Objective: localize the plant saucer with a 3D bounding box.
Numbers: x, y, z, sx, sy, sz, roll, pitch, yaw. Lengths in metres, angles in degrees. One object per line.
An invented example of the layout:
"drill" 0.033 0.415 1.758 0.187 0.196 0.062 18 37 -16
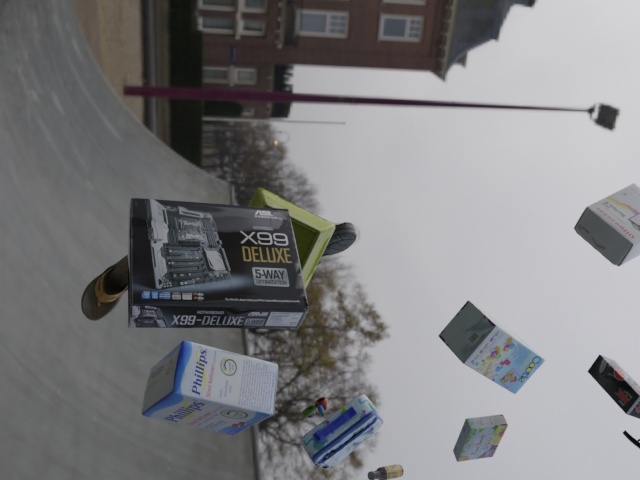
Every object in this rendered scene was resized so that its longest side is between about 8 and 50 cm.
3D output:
"plant saucer" -0.087 0.011 1.424 0.188 0.188 0.045 -64 -173 0

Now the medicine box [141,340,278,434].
"medicine box" -0.306 0.412 1.874 0.263 0.289 0.149 -40 -142 49

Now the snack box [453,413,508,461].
"snack box" 0.393 0.489 1.683 0.037 0.100 0.141 -106 -163 -48

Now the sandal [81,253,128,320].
"sandal" -0.415 0.090 1.366 0.072 0.180 0.049 47 5 -9

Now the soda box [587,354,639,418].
"soda box" 0.719 0.349 1.635 0.060 0.053 0.169 -62 -158 17

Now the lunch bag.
"lunch bag" 0.059 0.512 1.817 0.090 0.219 0.176 51 -8 29

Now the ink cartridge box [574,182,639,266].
"ink cartridge box" 0.791 -0.043 1.760 0.154 0.212 0.093 49 -32 32

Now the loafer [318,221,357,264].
"loafer" 0.000 0.000 1.852 0.267 0.096 0.084 -34 -133 47

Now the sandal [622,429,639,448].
"sandal" 0.688 0.425 1.347 0.179 0.067 0.040 30 -92 46

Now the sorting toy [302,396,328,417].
"sorting toy" -0.009 0.557 2.232 0.061 0.102 0.042 -9 -71 56

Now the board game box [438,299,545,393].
"board game box" 0.506 0.317 2.009 0.144 0.275 0.142 -51 -145 8

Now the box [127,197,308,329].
"box" -0.193 0.043 1.243 0.076 0.307 0.242 115 -28 -46

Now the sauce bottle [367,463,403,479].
"sauce bottle" 0.193 0.694 2.027 0.042 0.128 0.042 -5 -97 47
